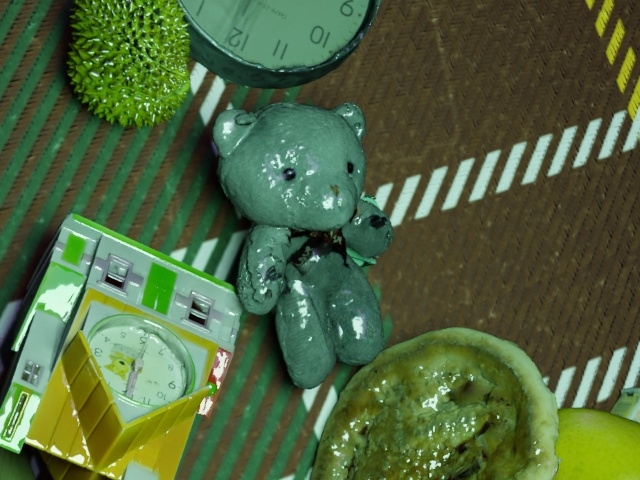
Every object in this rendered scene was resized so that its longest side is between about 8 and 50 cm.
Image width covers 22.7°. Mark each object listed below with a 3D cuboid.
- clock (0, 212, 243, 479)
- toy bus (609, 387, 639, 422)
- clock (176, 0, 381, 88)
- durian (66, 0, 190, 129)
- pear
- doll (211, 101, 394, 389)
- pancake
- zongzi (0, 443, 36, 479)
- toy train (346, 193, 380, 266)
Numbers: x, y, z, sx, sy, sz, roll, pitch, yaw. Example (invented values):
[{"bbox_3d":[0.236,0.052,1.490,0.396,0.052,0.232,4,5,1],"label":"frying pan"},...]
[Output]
[{"bbox_3d":[-0.222,0.151,1.730,0.235,0.166,0.310,25,40,-14],"label":"clock"},{"bbox_3d":[0.491,0.294,2.069,0.268,0.092,0.106,38,77,-9],"label":"toy bus"},{"bbox_3d":[-0.067,-0.348,2.026,0.312,0.061,0.313,5,75,-20],"label":"clock"},{"bbox_3d":[-0.230,-0.229,1.884,0.146,0.159,0.198,-14,81,-22],"label":"durian"},{"bbox_3d":[0.331,0.336,1.887,0.336,0.285,0.285,3,75,6],"label":"pear"},{"bbox_3d":[0.004,-0.003,1.857,0.245,0.158,0.341,-16,93,-36],"label":"doll"},{"bbox_3d":[0.125,0.258,1.838,0.065,0.356,0.356,43,62,-44],"label":"pancake"},{"bbox_3d":[-0.236,0.450,1.723,0.447,0.181,0.418,26,64,-14],"label":"zongzi"},{"bbox_3d":[0.000,-0.021,1.972,0.172,0.070,0.100,17,80,-16],"label":"toy train"}]
